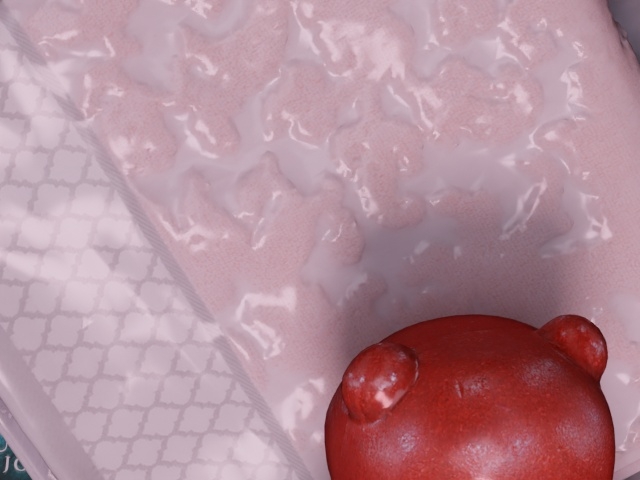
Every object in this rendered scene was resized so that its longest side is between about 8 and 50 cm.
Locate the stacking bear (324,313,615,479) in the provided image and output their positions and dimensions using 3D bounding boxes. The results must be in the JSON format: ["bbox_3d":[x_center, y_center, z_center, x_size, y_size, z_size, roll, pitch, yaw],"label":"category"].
[{"bbox_3d":[0.059,0.167,0.750,0.175,0.164,0.289,-6,109,-12],"label":"stacking bear"}]

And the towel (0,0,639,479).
[{"bbox_3d":[0.000,0.000,0.793,0.317,0.053,0.332,-31,109,-1],"label":"towel"}]

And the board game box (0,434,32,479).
[{"bbox_3d":[-0.096,0.057,0.863,0.186,0.026,0.126,6,95,2],"label":"board game box"}]
